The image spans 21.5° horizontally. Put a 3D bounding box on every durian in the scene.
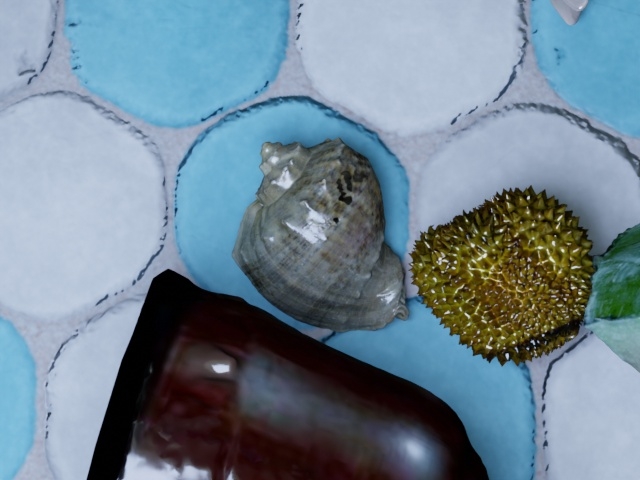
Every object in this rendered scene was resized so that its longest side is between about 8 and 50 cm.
[{"bbox_3d":[0.171,0.029,1.506,0.158,0.137,0.168,-45,69,13],"label":"durian"}]

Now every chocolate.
[{"bbox_3d":[-0.027,0.235,1.378,0.331,0.383,0.384,15,77,-10],"label":"chocolate"}]

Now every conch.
[{"bbox_3d":[0.000,0.000,1.551,0.155,0.130,0.207,-31,100,28],"label":"conch"}]

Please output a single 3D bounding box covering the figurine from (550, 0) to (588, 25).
[{"bbox_3d":[0.210,-0.334,1.596,0.155,0.127,0.236,15,80,-12],"label":"figurine"}]

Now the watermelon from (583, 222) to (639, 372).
[{"bbox_3d":[0.399,0.066,1.436,0.302,0.151,0.264,47,45,3],"label":"watermelon"}]
